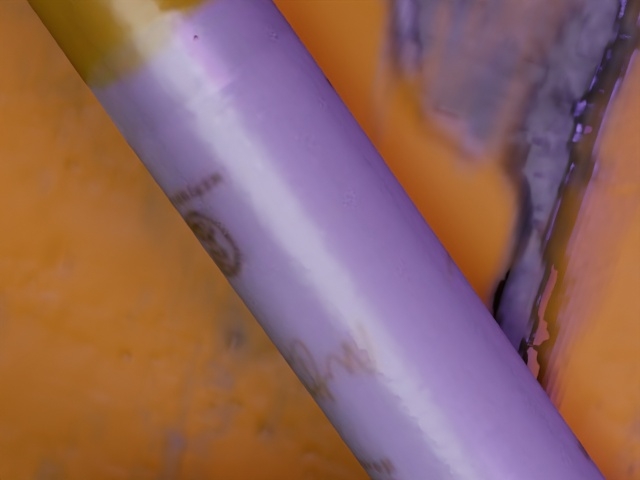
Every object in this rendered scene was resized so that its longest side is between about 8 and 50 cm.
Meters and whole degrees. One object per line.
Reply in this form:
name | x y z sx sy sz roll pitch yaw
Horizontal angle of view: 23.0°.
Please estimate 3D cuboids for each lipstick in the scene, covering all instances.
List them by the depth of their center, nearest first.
lipstick | 0.000 0.000 0.449 0.059 0.059 0.264 -34 97 18
